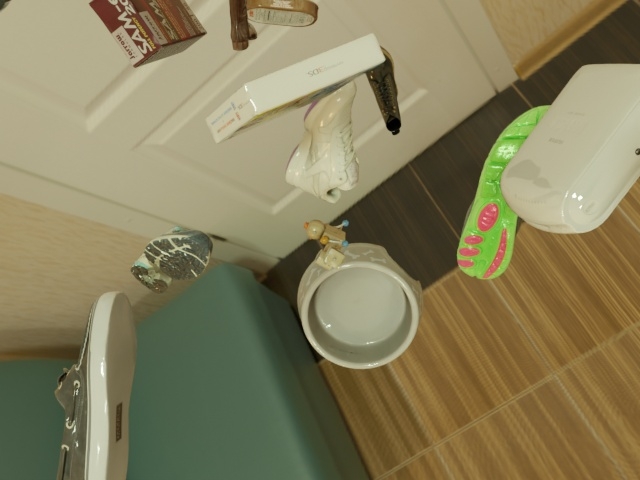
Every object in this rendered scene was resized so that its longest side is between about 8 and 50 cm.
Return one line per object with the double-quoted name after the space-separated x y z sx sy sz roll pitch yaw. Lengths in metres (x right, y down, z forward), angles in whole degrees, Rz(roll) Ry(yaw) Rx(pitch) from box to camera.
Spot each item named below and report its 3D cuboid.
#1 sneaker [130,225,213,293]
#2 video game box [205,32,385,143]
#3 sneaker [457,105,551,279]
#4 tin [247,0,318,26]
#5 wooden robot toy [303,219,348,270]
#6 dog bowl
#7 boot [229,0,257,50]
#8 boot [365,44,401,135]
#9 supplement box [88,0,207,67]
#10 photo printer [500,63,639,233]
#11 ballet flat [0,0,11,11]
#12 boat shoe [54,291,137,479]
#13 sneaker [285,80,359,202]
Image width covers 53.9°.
-0.292 0.011 1.270 0.283 0.110 0.122 -21 33 51 "sneaker"
-0.041 -0.207 0.872 0.187 0.205 0.048 -3 113 64 "video game box"
0.478 -0.134 1.636 0.185 0.202 0.482 23 116 -1 "sneaker"
-0.099 -0.569 1.563 0.190 0.106 0.040 3 83 -8 "tin"
0.000 0.000 1.132 0.079 0.173 0.076 29 112 -10 "wooden robot toy"
0.105 0.186 1.681 0.349 0.102 0.348 1 108 4 "dog bowl"
-0.118 -0.355 0.940 0.037 0.114 0.106 -3 35 -1 "boot"
0.153 -0.358 1.496 0.077 0.198 0.137 -18 58 19 "boot"
-0.312 -0.412 1.176 0.073 0.239 0.130 -29 106 21 "supplement box"
0.456 -0.157 1.101 0.307 0.107 0.256 -55 17 8 "photo printer"
-0.284 -0.256 0.538 0.074 0.203 0.074 3 70 -9 "ballet flat"
-0.249 0.169 0.678 0.076 0.080 0.228 1 90 6 "boat shoe"
0.033 -0.193 1.251 0.152 0.305 0.114 35 54 7 "sneaker"
